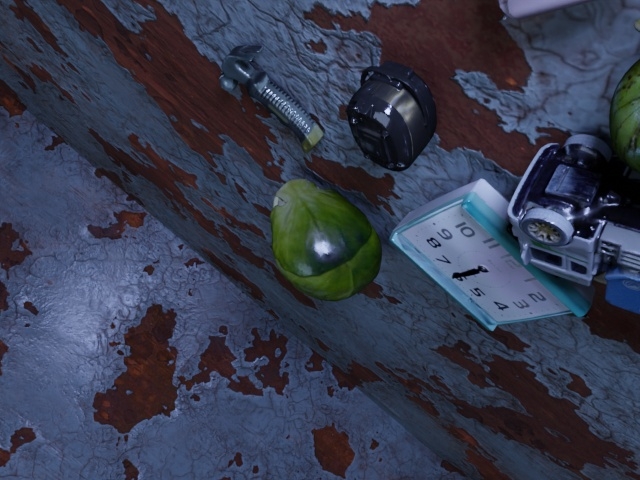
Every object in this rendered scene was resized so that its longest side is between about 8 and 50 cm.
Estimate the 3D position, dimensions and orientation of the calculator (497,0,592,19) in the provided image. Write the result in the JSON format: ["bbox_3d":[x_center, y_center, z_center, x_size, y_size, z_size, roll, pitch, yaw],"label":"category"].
[{"bbox_3d":[0.222,-0.258,0.469,0.175,0.032,0.100,9,119,51],"label":"calculator"}]

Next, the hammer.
[{"bbox_3d":[-0.086,-0.259,0.987,0.226,0.041,0.159,43,160,-11],"label":"hammer"}]

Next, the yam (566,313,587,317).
[{"bbox_3d":[0.389,0.121,1.020,0.029,0.027,0.234,40,161,-32],"label":"yam"}]

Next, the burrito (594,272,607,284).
[{"bbox_3d":[0.480,0.062,0.708,0.226,0.060,0.087,24,161,31],"label":"burrito"}]

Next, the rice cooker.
[{"bbox_3d":[0.102,-0.175,0.776,0.112,0.106,0.165,30,168,30],"label":"rice cooker"}]

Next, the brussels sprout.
[{"bbox_3d":[0.000,0.000,1.150,0.271,0.220,0.210,56,171,11],"label":"brussels sprout"}]

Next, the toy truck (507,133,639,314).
[{"bbox_3d":[0.410,0.009,0.605,0.367,0.146,0.175,24,159,32],"label":"toy truck"}]

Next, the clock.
[{"bbox_3d":[0.281,0.020,0.891,0.262,0.116,0.231,40,154,-9],"label":"clock"}]

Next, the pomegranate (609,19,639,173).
[{"bbox_3d":[0.335,-0.132,0.463,0.152,0.131,0.191,24,147,39],"label":"pomegranate"}]
